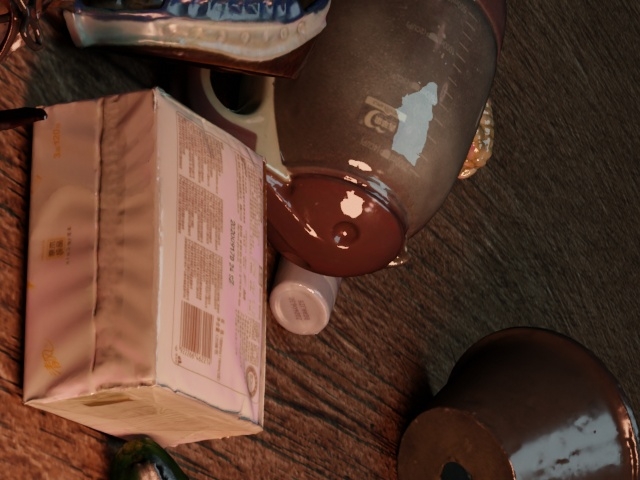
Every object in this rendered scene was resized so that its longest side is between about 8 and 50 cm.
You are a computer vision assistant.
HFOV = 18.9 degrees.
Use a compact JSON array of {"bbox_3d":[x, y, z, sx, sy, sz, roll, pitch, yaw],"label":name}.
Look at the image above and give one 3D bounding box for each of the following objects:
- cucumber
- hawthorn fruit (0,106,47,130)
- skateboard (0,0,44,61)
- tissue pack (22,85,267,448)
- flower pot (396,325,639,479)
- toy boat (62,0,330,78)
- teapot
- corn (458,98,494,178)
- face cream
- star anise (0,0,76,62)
[{"bbox_3d":[-0.110,0.250,1.474,0.069,0.069,0.227,-63,142,-55],"label":"cucumber"},{"bbox_3d":[-0.267,-0.037,0.884,0.254,0.300,0.254,-9,90,-71],"label":"hawthorn fruit"},{"bbox_3d":[-0.235,-0.183,1.305,0.067,0.080,0.151,-28,110,-73],"label":"skateboard"},{"bbox_3d":[-0.126,0.025,1.433,0.185,0.124,0.225,35,50,-61],"label":"tissue pack"},{"bbox_3d":[0.188,0.231,2.017,0.166,0.269,0.269,-10,91,-47],"label":"flower pot"},{"bbox_3d":[-0.093,-0.197,1.548,0.262,0.114,0.115,5,92,-40],"label":"toy boat"},{"bbox_3d":[0.001,-0.134,1.723,0.315,0.233,0.312,33,52,-24],"label":"teapot"},{"bbox_3d":[0.122,-0.217,2.138,0.126,0.126,0.335,43,41,-57],"label":"corn"},{"bbox_3d":[0.000,0.000,1.835,0.198,0.057,0.084,-73,154,-46],"label":"face cream"},{"bbox_3d":[-0.214,-0.206,1.385,0.124,0.056,0.129,-49,141,-54],"label":"star anise"}]
